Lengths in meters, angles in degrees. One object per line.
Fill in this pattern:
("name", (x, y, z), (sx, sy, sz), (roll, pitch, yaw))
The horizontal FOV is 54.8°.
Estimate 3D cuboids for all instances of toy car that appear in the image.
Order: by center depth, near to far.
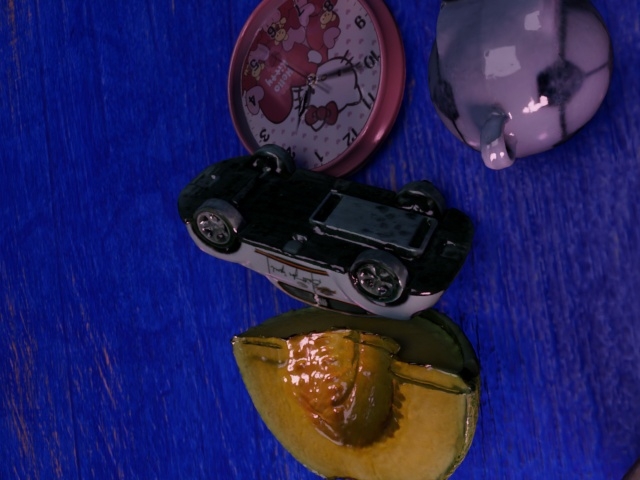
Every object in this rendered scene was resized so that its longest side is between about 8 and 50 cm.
("toy car", (0.000, 0.000, 0.648), (0.306, 0.136, 0.125), (15, 133, 21))

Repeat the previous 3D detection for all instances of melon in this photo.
("melon", (0.055, 0.160, 0.652), (0.265, 0.129, 0.169), (3, 112, 31))

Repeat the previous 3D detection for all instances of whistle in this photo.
("whistle", (0.179, -0.176, 0.548), (0.164, 0.163, 0.289), (-3, 52, 36))

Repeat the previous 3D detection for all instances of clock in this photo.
("clock", (-0.011, -0.185, 0.718), (0.244, 0.056, 0.244), (1, 92, 35))

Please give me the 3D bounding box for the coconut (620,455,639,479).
("coconut", (0.319, 0.219, 0.412), (0.237, 0.197, 0.236), (-3, 84, 36))
